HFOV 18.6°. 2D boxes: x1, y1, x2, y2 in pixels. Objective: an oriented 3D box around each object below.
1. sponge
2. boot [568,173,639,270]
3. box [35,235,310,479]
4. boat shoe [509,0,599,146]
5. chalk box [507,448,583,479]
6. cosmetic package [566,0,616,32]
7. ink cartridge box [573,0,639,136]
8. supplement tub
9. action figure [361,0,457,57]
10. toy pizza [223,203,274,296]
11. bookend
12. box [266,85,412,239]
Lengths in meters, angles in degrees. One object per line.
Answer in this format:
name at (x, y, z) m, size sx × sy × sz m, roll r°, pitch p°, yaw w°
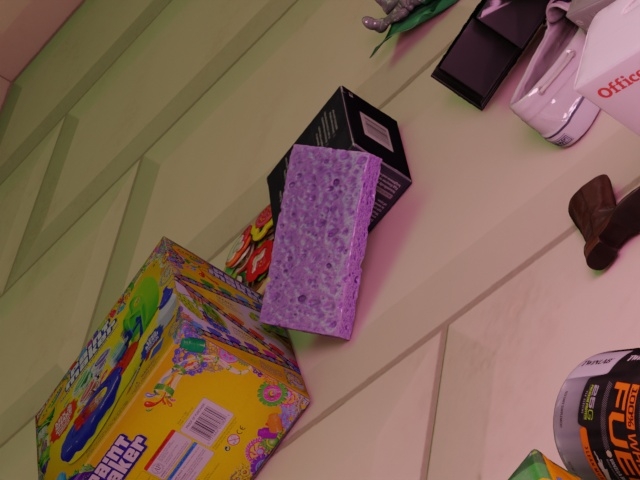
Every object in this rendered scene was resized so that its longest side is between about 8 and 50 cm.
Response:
sponge at (0.000, 0.000, 2.195) m, size 0.117 × 0.031 × 0.210 m, roll 7°, pitch 84°, yaw 40°
boot at (0.268, -0.037, 1.780) m, size 0.106 × 0.037 × 0.114 m, roll -48°, pitch 18°, yaw 21°
box at (-0.181, 0.198, 2.285) m, size 0.290 × 0.177 × 0.279 m, roll -54°, pitch 20°, yaw 12°
boat shoe at (0.269, -0.223, 1.963) m, size 0.095 × 0.084 × 0.258 m, roll -15°, pitch 47°, yaw 62°
chalk box at (0.143, 0.327, 1.335) m, size 0.289 × 0.179 × 0.180 m, roll -53°, pitch 20°, yaw 14°
cosmetic package at (0.347, -0.261, 1.816) m, size 0.238 × 0.107 × 0.127 m, roll -12°, pitch 48°, yaw 60°
ink cartridge box at (0.320, -0.124, 1.550) m, size 0.139 × 0.190 × 0.082 m, roll -32°, pitch 33°, yaw 52°
supplement tub at (0.265, 0.132, 1.419) m, size 0.190 × 0.117 × 0.117 m, roll -16°, pitch 46°, yaw 62°
action figure at (0.145, -0.329, 2.449) m, size 0.232 × 0.063 × 0.137 m, roll -30°, pitch 31°, yaw 47°
toy pizza at (-0.086, 0.024, 2.517) m, size 0.201 × 0.032 × 0.201 m, roll -48°, pitch 23°, yaw 28°
bookend at (0.192, -0.220, 2.093) m, size 0.156 × 0.072 × 0.157 m, roll -56°, pitch 2°, yaw 5°
box at (0.020, -0.072, 2.318) m, size 0.158 × 0.093 × 0.156 m, roll -49°, pitch 23°, yaw 22°
